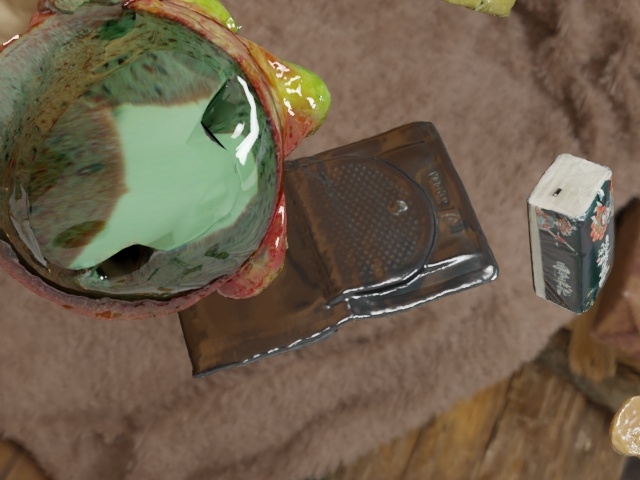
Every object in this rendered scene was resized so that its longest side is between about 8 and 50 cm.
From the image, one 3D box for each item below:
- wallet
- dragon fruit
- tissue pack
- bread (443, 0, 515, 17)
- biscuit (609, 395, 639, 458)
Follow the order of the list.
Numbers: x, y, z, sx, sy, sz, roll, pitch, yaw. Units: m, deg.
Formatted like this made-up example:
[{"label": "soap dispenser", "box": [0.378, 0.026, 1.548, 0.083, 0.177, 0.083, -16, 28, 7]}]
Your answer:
[{"label": "wallet", "box": [0.000, 0.000, 1.325, 0.323, 0.247, 0.041, -18, 139, -2]}, {"label": "dragon fruit", "box": [-0.135, -0.063, 0.948, 0.295, 0.130, 0.268, -22, 105, 4]}, {"label": "tissue pack", "box": [0.308, -0.007, 1.580, 0.090, 0.103, 0.170, 21, 144, 29]}, {"label": "bread", "box": [0.107, -0.248, 1.162, 0.156, 0.117, 0.064, 27, 103, 39]}, {"label": "biscuit", "box": [0.570, 0.243, 1.745, 0.376, 0.269, 0.051, -5, 167, -7]}]
